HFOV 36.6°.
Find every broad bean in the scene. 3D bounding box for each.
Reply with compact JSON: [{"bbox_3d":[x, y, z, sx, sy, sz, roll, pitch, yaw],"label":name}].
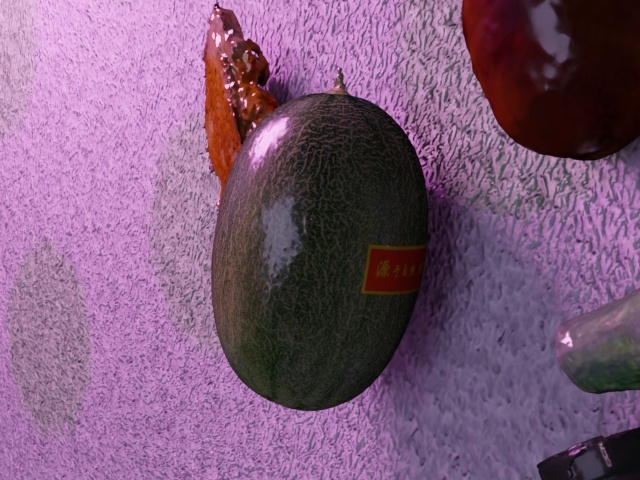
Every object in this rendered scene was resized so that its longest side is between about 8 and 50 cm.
[{"bbox_3d":[0.175,-0.169,0.656,0.156,0.122,0.228,18,108,49],"label":"broad bean"}]

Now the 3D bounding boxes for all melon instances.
[{"bbox_3d":[0.000,0.000,0.810,0.182,0.182,0.287,20,107,46],"label":"melon"}]

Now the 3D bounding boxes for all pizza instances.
[{"bbox_3d":[-0.073,-0.113,0.981,0.147,0.069,0.226,123,135,-60],"label":"pizza"}]

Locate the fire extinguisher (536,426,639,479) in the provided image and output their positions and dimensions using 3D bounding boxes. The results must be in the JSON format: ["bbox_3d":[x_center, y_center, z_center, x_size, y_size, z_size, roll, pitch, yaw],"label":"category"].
[{"bbox_3d":[0.248,0.271,0.604,0.114,0.095,0.311,-24,69,14],"label":"fire extinguisher"}]

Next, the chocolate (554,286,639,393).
[{"bbox_3d":[0.268,0.036,0.576,0.291,0.110,0.110,-28,70,48],"label":"chocolate"}]
